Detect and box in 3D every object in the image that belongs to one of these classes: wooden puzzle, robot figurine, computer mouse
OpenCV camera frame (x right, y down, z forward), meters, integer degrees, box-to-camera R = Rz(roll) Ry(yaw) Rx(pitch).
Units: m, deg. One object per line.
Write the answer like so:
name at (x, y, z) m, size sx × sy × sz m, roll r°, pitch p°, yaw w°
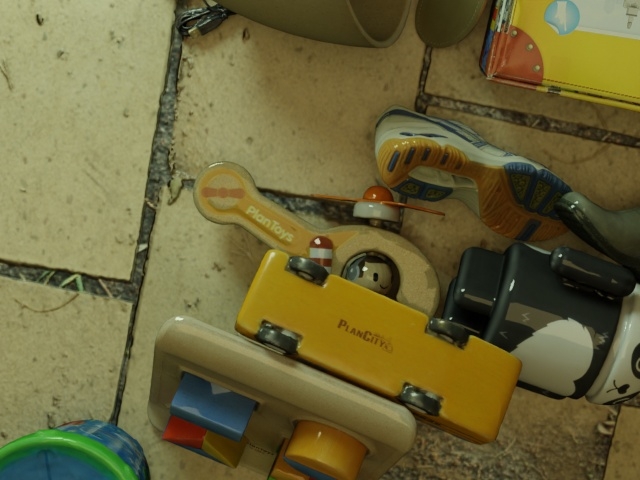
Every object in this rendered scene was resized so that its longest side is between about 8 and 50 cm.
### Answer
wooden puzzle at (-0.070, 0.242, 1.557) m, size 0.322 × 0.348 × 0.080 m, roll 23°, pitch 62°, yaw 0°
robot figurine at (0.298, 0.107, 1.589) m, size 0.278 × 0.209 × 0.174 m, roll 19°, pitch 84°, yaw 1°
computer mouse at (-0.182, -0.363, 1.630) m, size 0.106 × 0.042 × 0.193 m, roll -31°, pitch 100°, yaw 10°

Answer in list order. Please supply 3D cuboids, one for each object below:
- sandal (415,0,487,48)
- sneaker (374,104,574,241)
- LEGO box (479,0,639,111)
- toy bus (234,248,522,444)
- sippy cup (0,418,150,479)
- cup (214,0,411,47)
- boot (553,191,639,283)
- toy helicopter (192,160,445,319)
sandal at (0.201, -0.341, 1.567) m, size 0.079 × 0.240 × 0.088 m, roll -32°, pitch 68°, yaw -35°
sneaker at (0.205, -0.099, 1.606) m, size 0.296 × 0.131 × 0.112 m, roll 22°, pitch 122°, yaw -22°
LEGO box at (0.479, -0.333, 1.504) m, size 0.500 × 0.193 × 0.372 m, roll 12°, pitch 104°, yaw 2°
toy bus at (0.066, 0.128, 1.476) m, size 0.332 × 0.130 × 0.108 m, roll 23°, pitch 77°, yaw -2°
sippy cup at (-0.320, 0.338, 1.621) m, size 0.240 × 0.224 × 0.305 m, roll -28°, pitch 94°, yaw 6°
cup at (-0.043, -0.392, 1.503) m, size 0.237 × 0.331 × 0.331 m, roll 0°, pitch 97°, yaw 21°
boot at (0.420, -0.038, 1.595) m, size 0.246 × 0.083 × 0.161 m, roll 33°, pitch 95°, yaw -28°
toy helicopter at (0.000, 0.000, 1.614) m, size 0.355 × 0.140 × 0.235 m, roll 34°, pitch 92°, yaw -1°
